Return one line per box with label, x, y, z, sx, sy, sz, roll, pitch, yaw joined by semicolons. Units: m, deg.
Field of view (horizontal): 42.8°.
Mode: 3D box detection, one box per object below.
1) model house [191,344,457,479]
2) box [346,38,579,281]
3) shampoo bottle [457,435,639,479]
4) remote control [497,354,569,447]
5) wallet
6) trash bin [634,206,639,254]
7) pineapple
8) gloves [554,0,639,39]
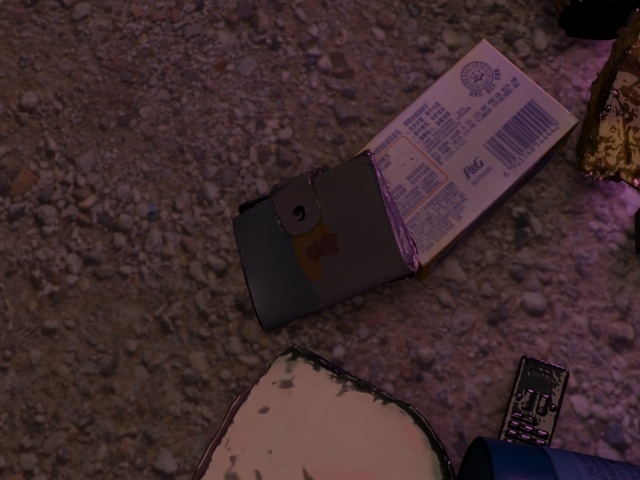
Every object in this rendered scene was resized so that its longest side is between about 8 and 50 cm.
model house;0.025;0.258;0.857;0.236;0.237;0.202;25;77;17
box;0.164;-0.099;1.015;0.265;0.097;0.168;-44;74;-6
shampoo bottle;0.288;0.371;0.736;0.342;0.331;0.331;9;76;4
remote control;0.228;0.257;0.946;0.063;0.025;0.245;18;77;11
wallet;0.000;0.000;0.974;0.231;0.069;0.170;-23;82;32
trash bin;0.431;-0.011;0.988;0.092;0.043;0.061;2;75;11
pineapple;0.370;-0.164;0.997;0.079;0.135;0.233;20;87;3
gloves;0.357;-0.438;1.057;0.203;0.155;0.357;-4;89;13
